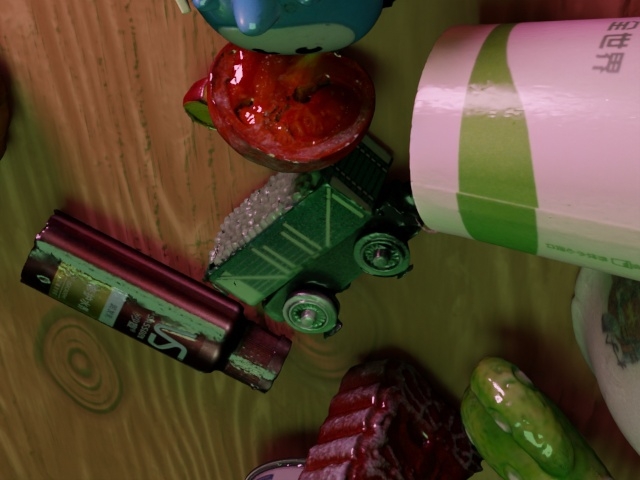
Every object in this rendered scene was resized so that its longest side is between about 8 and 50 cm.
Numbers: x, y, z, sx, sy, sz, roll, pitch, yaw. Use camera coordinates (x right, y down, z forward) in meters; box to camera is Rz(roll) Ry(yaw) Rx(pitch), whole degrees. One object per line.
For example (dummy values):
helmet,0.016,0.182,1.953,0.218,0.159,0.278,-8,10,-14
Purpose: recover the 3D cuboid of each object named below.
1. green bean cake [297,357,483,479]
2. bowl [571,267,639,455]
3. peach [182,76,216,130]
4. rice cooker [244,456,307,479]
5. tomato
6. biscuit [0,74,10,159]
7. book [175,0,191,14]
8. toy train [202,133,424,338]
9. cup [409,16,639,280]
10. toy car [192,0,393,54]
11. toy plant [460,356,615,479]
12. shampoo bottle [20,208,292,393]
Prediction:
green bean cake,0.086,0.265,1.444,0.097,0.232,0.198,-21,117,40
bowl,0.449,0.156,1.218,0.435,0.196,0.434,12,135,12
peach,-0.090,-0.139,1.259,0.083,0.050,0.077,13,159,23
rice cooker,-0.006,0.406,1.616,0.241,0.227,0.280,31,135,-12
tomato,-0.032,-0.127,1.200,0.159,0.139,0.091,27,158,2
biscuit,-0.498,-0.169,1.367,0.326,0.107,0.325,14,137,14
book,-0.148,-0.269,1.081,0.012,0.172,0.118,-25,118,1
toy train,0.000,0.000,1.311,0.154,0.115,0.269,35,136,-19
cup,0.232,-0.083,1.058,0.274,0.253,0.253,8,134,24
toy car,-0.040,-0.255,1.033,0.189,0.190,0.255,3,134,18
toy plant,0.275,0.266,1.375,0.316,0.184,0.224,53,179,22
shampoo bottle,-0.193,0.080,1.488,0.323,0.084,0.129,29,139,-6
